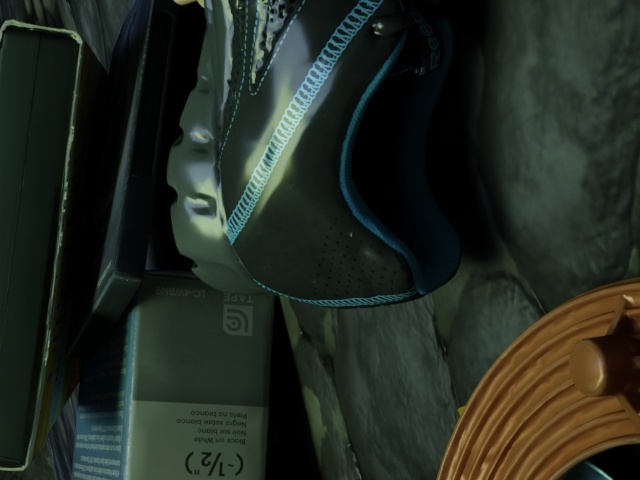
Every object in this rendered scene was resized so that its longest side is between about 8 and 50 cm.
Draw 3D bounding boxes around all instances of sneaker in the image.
[{"bbox_3d":[0.005,-0.133,0.592,0.140,0.125,0.340,11,113,40],"label":"sneaker"}]

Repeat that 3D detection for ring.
[{"bbox_3d":[0.119,0.180,0.443,0.337,0.032,0.336,6,97,61],"label":"ring"}]

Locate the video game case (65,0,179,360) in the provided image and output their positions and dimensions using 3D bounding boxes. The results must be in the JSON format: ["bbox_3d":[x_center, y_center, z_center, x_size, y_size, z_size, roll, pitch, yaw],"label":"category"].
[{"bbox_3d":[-0.146,-0.067,0.956,0.196,0.026,0.274,133,144,-61],"label":"video game case"}]

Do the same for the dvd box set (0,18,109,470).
[{"bbox_3d":[-0.226,-0.003,1.064,0.420,0.062,0.307,-167,84,-84],"label":"dvd box set"}]

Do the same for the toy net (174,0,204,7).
[{"bbox_3d":[-0.071,-0.197,0.819,0.122,0.045,0.232,105,145,-50],"label":"toy net"}]

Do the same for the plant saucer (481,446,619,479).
[{"bbox_3d":[0.111,0.142,0.537,0.119,0.021,0.119,19,114,50],"label":"plant saucer"}]

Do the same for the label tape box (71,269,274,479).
[{"bbox_3d":[-0.126,0.210,0.996,0.249,0.115,0.347,156,116,-70],"label":"label tape box"}]

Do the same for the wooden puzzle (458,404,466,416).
[{"bbox_3d":[0.100,0.122,0.602,0.078,0.014,0.116,111,141,-64],"label":"wooden puzzle"}]
